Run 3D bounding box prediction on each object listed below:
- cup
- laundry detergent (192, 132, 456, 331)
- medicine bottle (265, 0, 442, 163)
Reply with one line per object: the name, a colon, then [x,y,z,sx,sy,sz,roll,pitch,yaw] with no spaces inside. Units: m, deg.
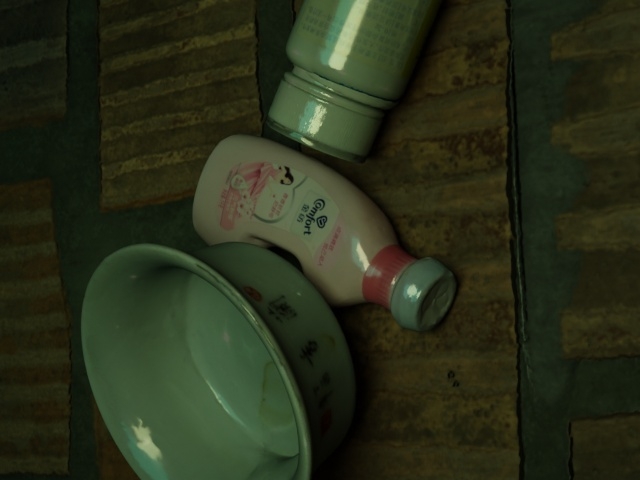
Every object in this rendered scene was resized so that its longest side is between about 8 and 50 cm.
cup: [-0.092,0.141,1.405,0.347,0.163,0.347,20,122,36]
laundry detergent: [0.000,0.000,1.434,0.335,0.087,0.159,30,110,33]
medicine bottle: [0.041,-0.224,1.394,0.143,0.143,0.258,30,101,34]
